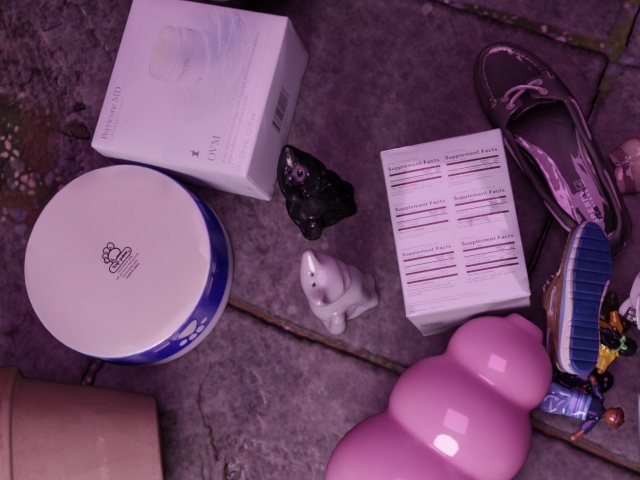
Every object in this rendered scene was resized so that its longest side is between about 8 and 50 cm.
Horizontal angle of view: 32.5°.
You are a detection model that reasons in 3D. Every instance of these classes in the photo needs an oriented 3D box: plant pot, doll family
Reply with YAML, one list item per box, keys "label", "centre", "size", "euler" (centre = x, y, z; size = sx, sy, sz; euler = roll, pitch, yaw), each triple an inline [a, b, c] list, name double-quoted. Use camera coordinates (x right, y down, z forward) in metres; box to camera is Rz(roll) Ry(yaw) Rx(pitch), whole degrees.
- label: "plant pot"
  centre: [-0.314, 0.277, 1.383]
  size: [0.229, 0.263, 0.263]
  euler: [-6, 77, -7]
- label: "doll family"
  centre: [0.333, 0.152, 1.356]
  size: [0.111, 0.076, 0.193]
  euler: [17, 87, 10]

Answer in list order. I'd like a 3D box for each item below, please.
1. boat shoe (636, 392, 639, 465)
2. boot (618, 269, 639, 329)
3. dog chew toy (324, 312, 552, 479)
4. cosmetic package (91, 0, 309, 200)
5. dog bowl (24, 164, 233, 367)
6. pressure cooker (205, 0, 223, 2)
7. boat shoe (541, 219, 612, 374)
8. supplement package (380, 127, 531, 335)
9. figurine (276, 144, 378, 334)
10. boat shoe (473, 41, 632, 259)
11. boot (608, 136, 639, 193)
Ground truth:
- label: "boat shoe"
  centre: [0.423, 0.304, 1.290]
  size: [0.084, 0.095, 0.258]
  euler: [-4, 77, 12]
- label: "boot"
  centre: [0.413, 0.114, 1.311]
  size: [0.123, 0.095, 0.258]
  euler: [19, 54, 22]
- label: "dog chew toy"
  centre: [0.152, 0.232, 1.301]
  size: [0.207, 0.206, 0.332]
  euler: [34, 87, 16]
- label: "cosmetic package"
  centre: [-0.160, -0.195, 1.492]
  size: [0.225, 0.138, 0.224]
  euler: [11, 81, 15]
- label: "dog bowl"
  centre: [-0.256, 0.035, 1.479]
  size: [0.265, 0.104, 0.264]
  euler: [-2, 78, 11]
- label: "pressure cooker"
  centre: [-0.141, -0.540, 1.432]
  size: [0.370, 0.420, 0.375]
  euler: [-49, 50, 19]
- label: "boat shoe"
  centre: [0.297, 0.066, 1.311]
  size: [0.066, 0.066, 0.183]
  euler: [14, 82, -29]
- label: "supplement package"
  centre: [0.170, -0.003, 1.354]
  size: [0.149, 0.194, 0.203]
  euler: [-10, 76, 9]
- label: "figurine"
  centre: [0.000, 0.000, 1.379]
  size: [0.092, 0.209, 0.214]
  euler: [-15, 76, 8]
- label: "boat shoe"
  centre: [0.299, -0.127, 1.405]
  size: [0.112, 0.095, 0.335]
  euler: [-28, 75, 5]
- label: "boot"
  centre: [0.423, -0.078, 1.403]
  size: [0.087, 0.042, 0.118]
  euler: [-21, 74, 13]
